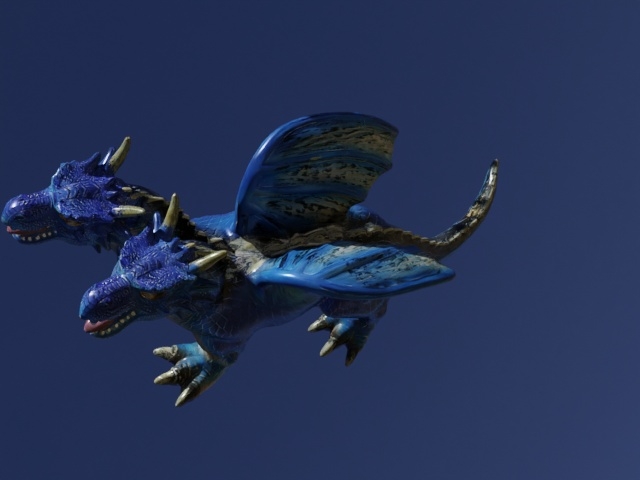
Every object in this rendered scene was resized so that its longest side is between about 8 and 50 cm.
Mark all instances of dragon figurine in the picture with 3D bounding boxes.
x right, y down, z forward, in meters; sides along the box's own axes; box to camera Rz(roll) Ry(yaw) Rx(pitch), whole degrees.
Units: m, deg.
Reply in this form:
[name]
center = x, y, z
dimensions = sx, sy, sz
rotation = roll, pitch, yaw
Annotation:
[dragon figurine]
center = 0.000, 0.000, 0.618
dimensions = 0.289, 0.085, 0.144
rotation = -11, -19, -28
